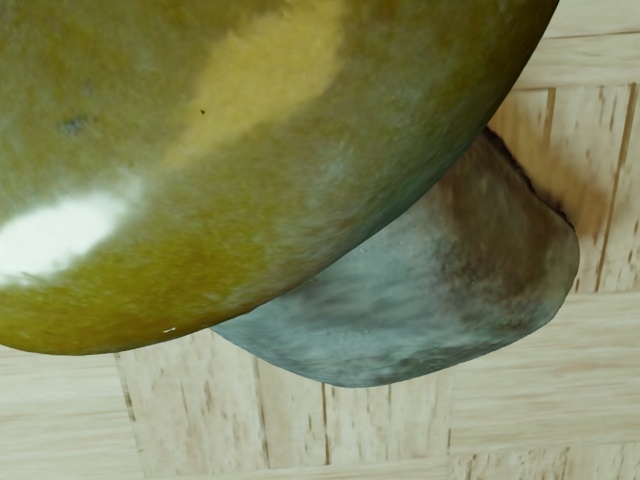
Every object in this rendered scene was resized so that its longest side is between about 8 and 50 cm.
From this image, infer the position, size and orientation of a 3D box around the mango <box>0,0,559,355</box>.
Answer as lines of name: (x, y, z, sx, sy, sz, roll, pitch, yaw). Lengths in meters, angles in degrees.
mango: (-0.021, -0.098, 0.686, 0.384, 0.199, 0.221, -45, 171, 22)

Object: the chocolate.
chocolate: (0.000, 0.000, 0.944, 0.185, 0.100, 0.303, -25, 146, 23)
